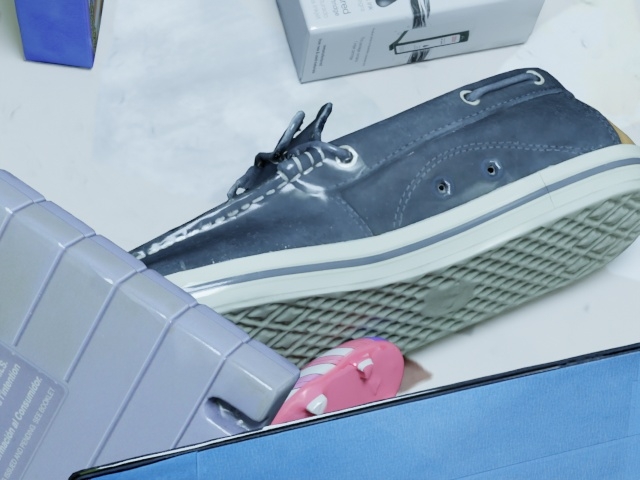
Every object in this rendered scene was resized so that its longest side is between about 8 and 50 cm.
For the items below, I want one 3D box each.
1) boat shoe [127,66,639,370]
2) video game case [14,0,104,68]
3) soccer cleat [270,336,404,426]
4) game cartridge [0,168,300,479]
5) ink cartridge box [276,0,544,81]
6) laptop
[{"bbox_3d":[0.000,0.000,1.006,0.500,0.187,0.156,-20,62,-17],"label":"boat shoe"},{"bbox_3d":[-0.188,-0.301,1.058,0.061,0.269,0.244,6,66,-4],"label":"video game case"},{"bbox_3d":[-0.049,0.146,0.968,0.248,0.083,0.095,-44,41,-12],"label":"soccer cleat"},{"bbox_3d":[-0.191,0.158,0.862,0.230,0.068,0.355,35,110,12],"label":"game cartridge"},{"bbox_3d":[0.065,-0.227,1.157,0.203,0.086,0.148,-12,69,-11],"label":"ink cartridge box"},{"bbox_3d":[0.092,0.308,0.772,0.381,0.236,0.408,-11,68,-12],"label":"laptop"}]
